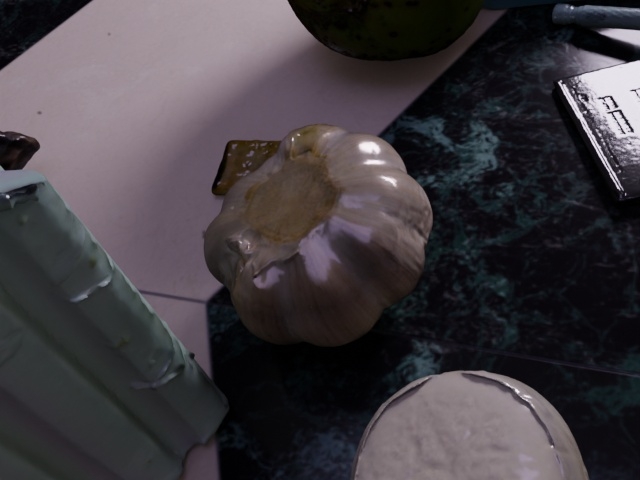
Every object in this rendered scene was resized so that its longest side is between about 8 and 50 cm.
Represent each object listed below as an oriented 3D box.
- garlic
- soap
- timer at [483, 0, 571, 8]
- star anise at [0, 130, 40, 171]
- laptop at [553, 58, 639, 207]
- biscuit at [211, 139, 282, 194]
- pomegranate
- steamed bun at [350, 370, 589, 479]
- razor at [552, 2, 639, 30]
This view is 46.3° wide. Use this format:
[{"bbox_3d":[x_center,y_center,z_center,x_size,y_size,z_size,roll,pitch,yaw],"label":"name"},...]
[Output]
[{"bbox_3d":[0.004,0.000,0.729,0.228,0.152,0.228,-8,61,14],"label":"garlic"},{"bbox_3d":[-0.261,0.101,0.547,0.156,0.446,0.261,31,69,30],"label":"soap"},{"bbox_3d":[0.332,-0.406,0.994,0.250,0.091,0.232,5,55,5],"label":"timer"},{"bbox_3d":[-0.466,-0.064,0.942,0.223,0.109,0.236,17,63,30],"label":"star anise"},{"bbox_3d":[0.347,-0.126,0.808,0.135,0.016,0.197,-14,53,4],"label":"laptop"},{"bbox_3d":[-0.084,-0.087,0.900,0.081,0.018,0.083,2,57,17],"label":"biscuit"},{"bbox_3d":[0.092,-0.391,0.907,0.285,0.285,0.340,10,59,22],"label":"pomegranate"},{"bbox_3d":[0.115,0.216,0.556,0.177,0.130,0.228,-13,54,19],"label":"steamed bun"},{"bbox_3d":[0.385,-0.253,0.865,0.232,0.068,0.106,17,51,35],"label":"razor"}]
